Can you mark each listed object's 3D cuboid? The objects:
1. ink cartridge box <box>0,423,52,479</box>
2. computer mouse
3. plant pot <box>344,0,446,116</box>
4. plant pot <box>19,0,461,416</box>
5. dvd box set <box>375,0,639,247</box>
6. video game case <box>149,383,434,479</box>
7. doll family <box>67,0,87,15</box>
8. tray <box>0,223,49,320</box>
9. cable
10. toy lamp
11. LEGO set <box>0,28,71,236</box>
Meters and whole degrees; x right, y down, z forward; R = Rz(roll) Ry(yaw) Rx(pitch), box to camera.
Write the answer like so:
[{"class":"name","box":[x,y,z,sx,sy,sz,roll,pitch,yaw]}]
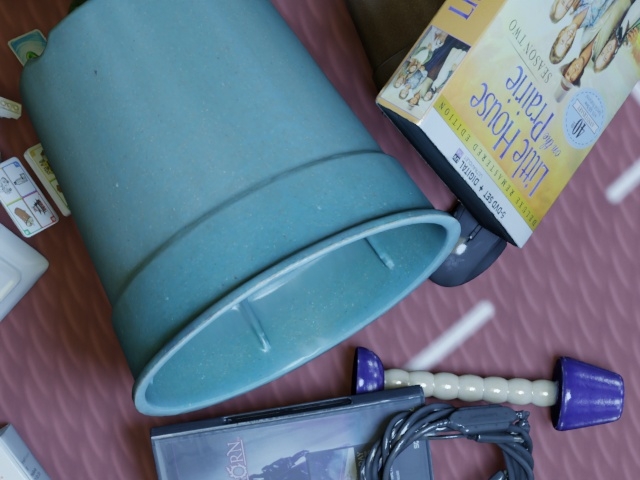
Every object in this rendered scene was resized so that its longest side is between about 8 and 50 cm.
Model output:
[{"class":"ink cartridge box","box":[-0.318,0.359,1.928,0.211,0.121,0.289,-34,93,-1]},{"class":"computer mouse","box":[0.193,-0.050,1.974,0.071,0.041,0.242,38,90,-3]},{"class":"plant pot","box":[0.098,-0.232,1.910,0.167,0.167,0.165,-28,86,-1]},{"class":"plant pot","box":[-0.100,-0.063,1.809,0.341,0.341,0.334,-31,75,-1]},{"class":"dvd box set","box":[0.243,-0.226,1.831,0.062,0.307,0.420,32,83,32]},{"class":"video game case","box":[-0.022,0.253,1.948,0.274,0.026,0.196,-9,118,-3]},{"class":"doll family","box":[-0.193,-0.296,1.933,0.111,0.076,0.193,37,86,1]},{"class":"tray","box":[-0.407,0.087,1.927,0.270,0.030,0.145,-48,121,2]},{"class":"cable","box":[0.124,0.230,1.923,0.185,0.047,0.150,-6,124,-17]},{"class":"toy lamp","box":[0.171,0.152,1.963,0.275,0.080,0.080,3,92,-4]},{"class":"LEGO set","box":[-0.313,-0.125,1.910,0.060,0.182,0.244,-36,89,41]}]
